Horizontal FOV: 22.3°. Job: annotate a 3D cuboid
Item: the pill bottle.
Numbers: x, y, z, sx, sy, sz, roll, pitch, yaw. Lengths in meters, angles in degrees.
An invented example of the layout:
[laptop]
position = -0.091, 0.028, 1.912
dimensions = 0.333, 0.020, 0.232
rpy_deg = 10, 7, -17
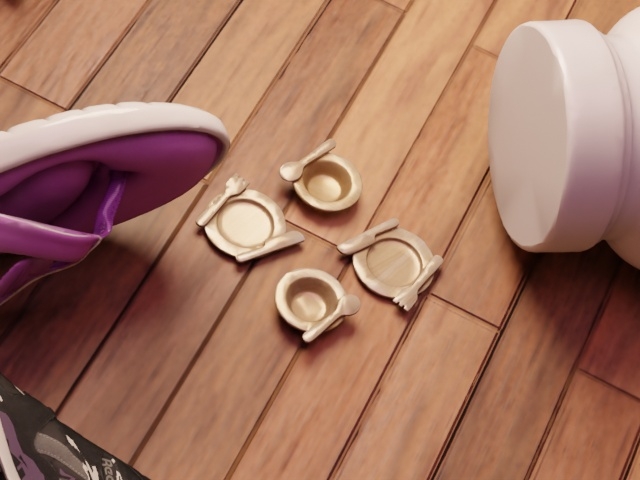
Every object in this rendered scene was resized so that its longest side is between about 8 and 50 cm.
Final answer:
[pill bottle]
position = 0.326, -0.078, 1.239
dimensions = 0.362, 0.210, 0.210
rpy_deg = -1, 57, -14

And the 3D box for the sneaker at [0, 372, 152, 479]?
[sneaker]
position = -0.171, 0.169, 1.043
dimensions = 0.124, 0.107, 0.283
rpy_deg = -3, 48, -52

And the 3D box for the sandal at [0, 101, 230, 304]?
[sandal]
position = -0.251, 0.011, 1.083
dimensions = 0.416, 0.169, 0.102
rpy_deg = -16, 74, -18

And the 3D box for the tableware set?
[tableware set]
position = 0.000, 0.000, 1.226
dimensions = 0.141, 0.020, 0.169
rpy_deg = -31, 69, -28
